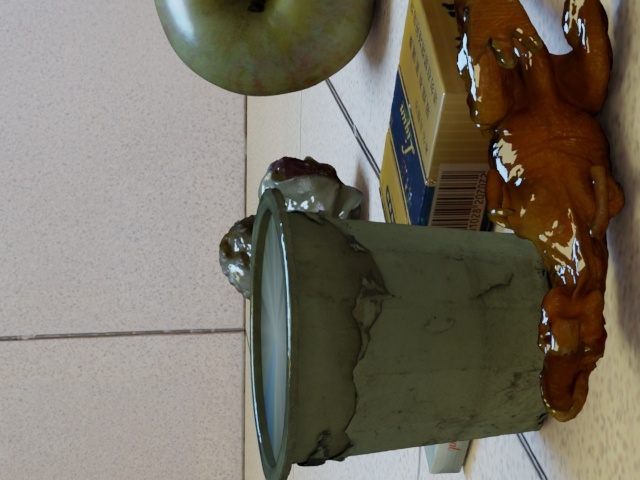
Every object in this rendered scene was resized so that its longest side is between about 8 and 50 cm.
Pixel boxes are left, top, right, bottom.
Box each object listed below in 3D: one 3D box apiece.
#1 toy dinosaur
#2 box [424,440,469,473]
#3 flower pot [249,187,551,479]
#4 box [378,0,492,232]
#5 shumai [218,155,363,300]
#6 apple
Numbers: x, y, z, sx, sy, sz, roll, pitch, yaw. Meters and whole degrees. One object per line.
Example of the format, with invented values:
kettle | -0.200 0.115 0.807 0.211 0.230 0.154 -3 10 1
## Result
toy dinosaur | 0.129 -0.109 0.847 0.208 0.097 0.432 83 -177 -52
box | 0.102 0.073 1.264 0.139 0.035 0.245 96 169 -47
flower pot | 0.057 0.065 0.981 0.212 0.202 0.212 179 90 -84
box | 0.101 -0.078 1.138 0.237 0.070 0.152 100 166 -45
shumai | 0.000 0.002 1.738 0.185 0.218 0.184 -42 41 24
apple | -0.061 -0.293 1.599 0.234 0.256 0.257 -70 -19 -75
